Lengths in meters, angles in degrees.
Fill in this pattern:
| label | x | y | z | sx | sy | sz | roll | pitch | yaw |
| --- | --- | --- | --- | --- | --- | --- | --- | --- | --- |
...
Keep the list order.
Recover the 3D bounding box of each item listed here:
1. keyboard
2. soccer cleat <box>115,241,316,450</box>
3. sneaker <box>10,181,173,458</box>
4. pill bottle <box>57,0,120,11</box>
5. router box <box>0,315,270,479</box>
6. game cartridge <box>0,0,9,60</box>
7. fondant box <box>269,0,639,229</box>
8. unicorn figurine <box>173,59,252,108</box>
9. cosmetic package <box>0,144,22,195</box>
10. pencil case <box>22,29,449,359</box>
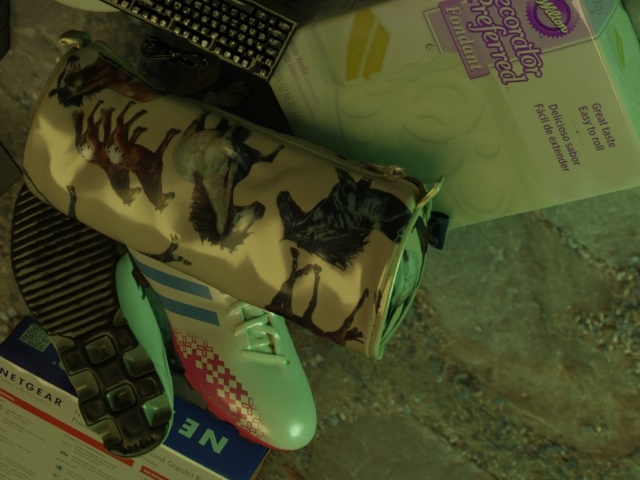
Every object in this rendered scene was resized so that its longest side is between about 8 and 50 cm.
| label | x | y | z | sx | sy | sz | roll | pitch | yaw |
| --- | --- | --- | --- | --- | --- | --- | --- | --- | --- |
| keyboard | -0.120 | -0.203 | 1.681 | 0.180 | 0.023 | 0.108 | 26 | 120 | -6 |
| soccer cleat | -0.096 | 0.060 | 1.861 | 0.331 | 0.116 | 0.143 | 54 | 128 | 19 |
| sneaker | -0.247 | 0.076 | 2.006 | 0.122 | 0.146 | 0.330 | -18 | 90 | 5 |
| pill bottle | -0.199 | -0.350 | 1.688 | 0.136 | 0.136 | 0.245 | 17 | 126 | 13 |
| router box | -0.260 | 0.291 | 2.170 | 0.335 | 0.082 | 0.301 | 28 | 128 | 5 |
| game cartridge | -0.492 | -0.327 | 1.887 | 0.355 | 0.068 | 0.230 | 16 | 130 | 14 |
| fondant box | 0.132 | -0.141 | 1.704 | 0.330 | 0.096 | 0.238 | -14 | 114 | 30 |
| unicorn figurine | -0.112 | -0.092 | 1.834 | 0.111 | 0.161 | 0.060 | -21 | 153 | 18 |
| cosmetic package | -0.488 | -0.032 | 1.970 | 0.224 | 0.224 | 0.138 | -25 | 109 | 34 |
| pencil case | -0.089 | -0.051 | 1.705 | 0.410 | 0.160 | 0.183 | 24 | 97 | 11 |
